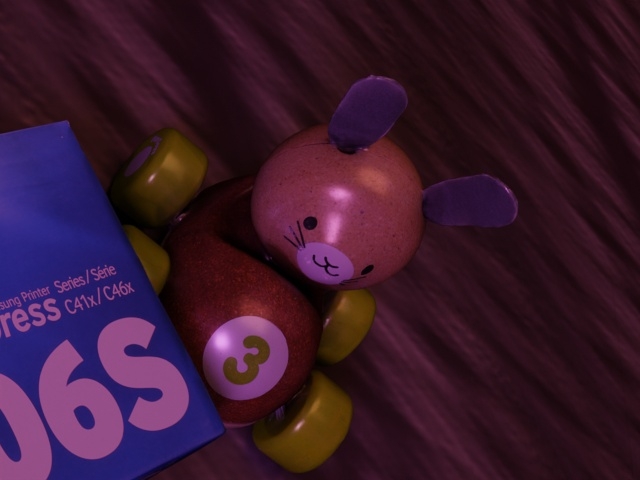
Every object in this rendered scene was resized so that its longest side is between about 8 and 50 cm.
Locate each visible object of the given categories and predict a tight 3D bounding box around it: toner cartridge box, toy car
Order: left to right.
[{"bbox_3d":[-0.199,0.066,0.587,0.348,0.075,0.165,-21,80,-53],"label":"toner cartridge box"},{"bbox_3d":[0.000,0.000,0.767,0.155,0.188,0.149,40,40,-22],"label":"toy car"}]
